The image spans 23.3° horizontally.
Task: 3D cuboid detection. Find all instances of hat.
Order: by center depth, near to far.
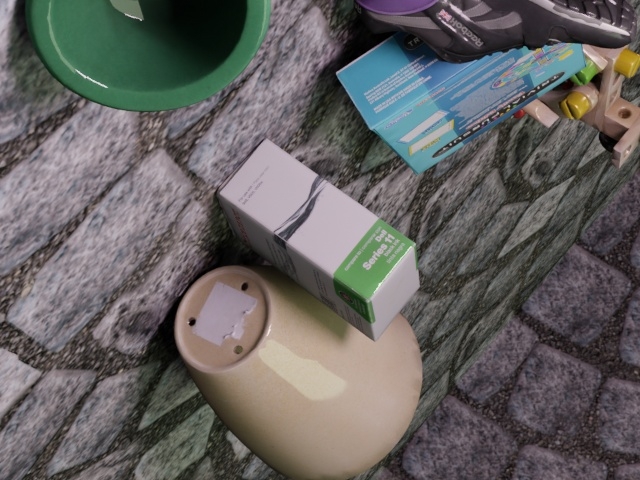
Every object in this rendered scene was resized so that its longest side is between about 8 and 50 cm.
[{"bbox_3d":[-0.133,-0.217,1.221,0.209,0.183,0.173,8,122,-21],"label":"hat"}]

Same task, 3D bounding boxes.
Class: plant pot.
[{"bbox_3d":[-0.051,0.132,1.837,0.256,0.256,0.274,-51,146,1],"label":"plant pot"}]

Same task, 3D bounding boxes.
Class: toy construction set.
[{"bbox_3d":[0.365,-0.208,2.135,0.309,0.237,0.257,-32,155,-45],"label":"toy construction set"}]

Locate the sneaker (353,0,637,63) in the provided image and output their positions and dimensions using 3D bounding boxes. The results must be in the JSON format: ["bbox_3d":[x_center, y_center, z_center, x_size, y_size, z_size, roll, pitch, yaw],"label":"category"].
[{"bbox_3d":[0.173,-0.233,1.572,0.107,0.283,0.124,-77,-175,-51],"label":"sneaker"}]

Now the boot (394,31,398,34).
[{"bbox_3d":[0.117,-0.255,1.757,0.118,0.042,0.087,-58,168,26],"label":"boot"}]

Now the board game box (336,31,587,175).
[{"bbox_3d":[0.171,-0.197,1.777,0.254,0.079,0.336,-33,169,6],"label":"board game box"}]

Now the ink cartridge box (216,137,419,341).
[{"bbox_3d":[0.000,0.000,1.690,0.087,0.208,0.153,-51,164,-12],"label":"ink cartridge box"}]
